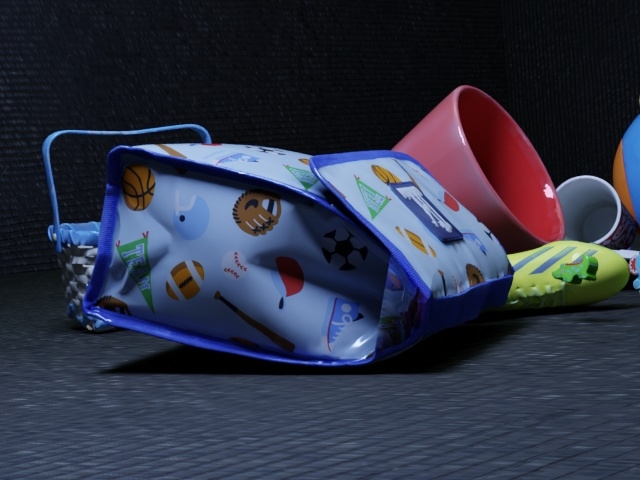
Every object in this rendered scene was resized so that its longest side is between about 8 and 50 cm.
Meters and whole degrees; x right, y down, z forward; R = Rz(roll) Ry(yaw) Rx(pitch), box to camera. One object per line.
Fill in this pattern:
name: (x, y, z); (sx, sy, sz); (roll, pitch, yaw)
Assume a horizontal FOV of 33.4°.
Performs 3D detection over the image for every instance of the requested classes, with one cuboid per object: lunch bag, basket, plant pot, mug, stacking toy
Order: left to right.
basket: (-0.269, -0.022, 1.564); (0.255, 0.289, 0.201); (-8, 4, -30)
lunch bag: (-0.003, 0.012, 1.185); (0.385, 0.239, 0.328); (14, 10, 24)
plant pot: (0.191, -0.056, 1.605); (0.243, 0.275, 0.275); (-32, -11, 30)
mug: (0.426, -0.020, 1.708); (0.150, 0.113, 0.169); (-40, -25, 16)
stacking toy: (0.396, 0.023, 1.186); (0.167, 0.052, 0.221); (14, -19, -32)

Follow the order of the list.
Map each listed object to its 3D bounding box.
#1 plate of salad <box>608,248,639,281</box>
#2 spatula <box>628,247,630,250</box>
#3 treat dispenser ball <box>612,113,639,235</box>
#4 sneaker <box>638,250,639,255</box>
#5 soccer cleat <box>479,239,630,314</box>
plate of salad: (0.413, 0.042, 1.546); (0.200, 0.048, 0.200); (5, -5, 0)
spatula: (0.497, 0.026, 1.888); (0.084, 0.030, 0.296); (-5, 3, 21)
treat dispenser ball: (0.637, -0.110, 1.785); (0.288, 0.288, 0.288); (-5, 3, 0)
sneaker: (0.495, 0.032, 1.321); (0.099, 0.153, 0.282); (-13, -26, -15)
soccer cleat: (0.234, 0.061, 1.325); (0.289, 0.093, 0.121); (-2, 26, 16)
